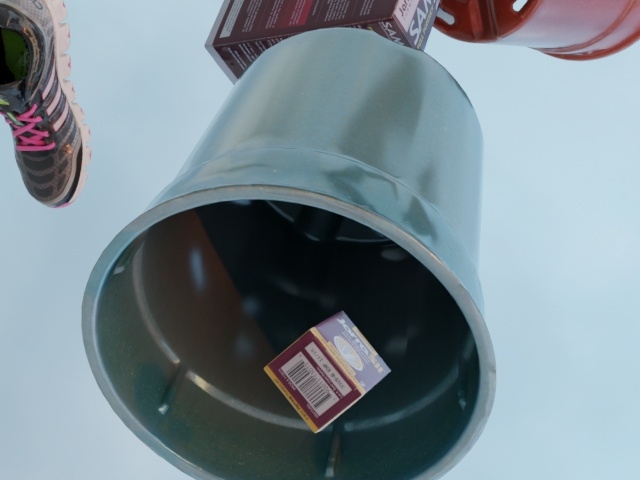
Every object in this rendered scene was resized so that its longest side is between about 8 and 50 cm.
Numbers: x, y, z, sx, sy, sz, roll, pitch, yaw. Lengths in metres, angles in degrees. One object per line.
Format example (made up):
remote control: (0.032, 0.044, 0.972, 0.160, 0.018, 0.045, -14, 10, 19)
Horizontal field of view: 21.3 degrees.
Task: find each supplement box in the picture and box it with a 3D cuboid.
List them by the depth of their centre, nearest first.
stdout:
supplement box: (0.006, 0.083, 1.091, 0.043, 0.083, 0.055, -41, -94, 15)
supplement box: (0.007, -0.245, 1.815, 0.239, 0.073, 0.130, -4, -129, 34)

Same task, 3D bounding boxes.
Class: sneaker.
sneaker: (-0.217, -0.102, 1.248, 0.063, 0.075, 0.170, 4, -72, 28)

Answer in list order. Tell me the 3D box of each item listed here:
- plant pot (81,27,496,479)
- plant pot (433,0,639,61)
plant pot: (0.000, 0.000, 1.501, 0.341, 0.341, 0.334, -47, -164, 35)
plant pot: (0.244, -0.339, 2.004, 0.272, 0.265, 0.272, 7, -77, 35)
